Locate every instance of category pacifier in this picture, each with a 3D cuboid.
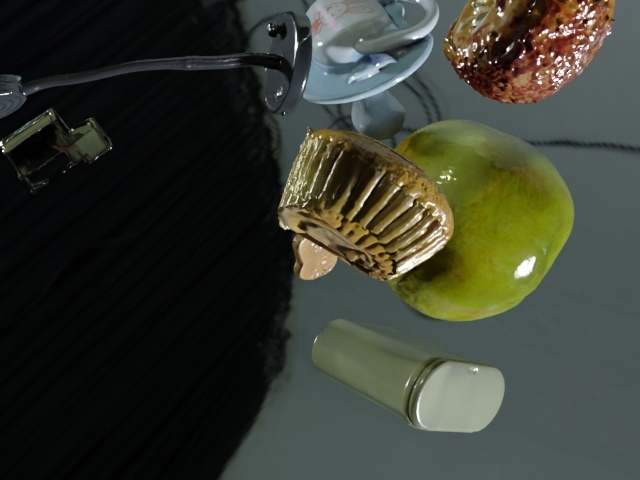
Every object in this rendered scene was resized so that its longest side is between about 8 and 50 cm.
[{"bbox_3d":[0.074,-0.252,1.662,0.287,0.238,0.226,56,170,53],"label":"pacifier"}]

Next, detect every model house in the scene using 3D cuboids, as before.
[{"bbox_3d":[-0.234,-0.085,0.993,0.057,0.083,0.058,56,173,-24],"label":"model house"}]

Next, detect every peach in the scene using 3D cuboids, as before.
[{"bbox_3d":[0.235,-0.040,1.766,0.315,0.314,0.281,47,146,-2],"label":"peach"}]

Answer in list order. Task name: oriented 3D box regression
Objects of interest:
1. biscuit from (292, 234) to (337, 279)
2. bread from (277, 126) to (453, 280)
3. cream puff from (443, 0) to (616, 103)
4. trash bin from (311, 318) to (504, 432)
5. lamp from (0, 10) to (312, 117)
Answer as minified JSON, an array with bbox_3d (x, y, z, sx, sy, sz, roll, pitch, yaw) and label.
[{"bbox_3d":[-0.001,-0.001,1.703,0.023,0.118,0.140,41,114,30],"label":"biscuit"},{"bbox_3d":[0.061,-0.045,1.489,0.240,0.139,0.240,27,161,10],"label":"bread"},{"bbox_3d":[0.269,-0.275,1.396,0.164,0.240,0.240,30,145,-9],"label":"cream puff"},{"bbox_3d":[0.144,0.222,1.885,0.247,0.243,0.121,21,95,41],"label":"trash bin"},{"bbox_3d":[-0.177,-0.152,1.171,0.130,0.371,0.108,-33,74,65],"label":"lamp"}]
